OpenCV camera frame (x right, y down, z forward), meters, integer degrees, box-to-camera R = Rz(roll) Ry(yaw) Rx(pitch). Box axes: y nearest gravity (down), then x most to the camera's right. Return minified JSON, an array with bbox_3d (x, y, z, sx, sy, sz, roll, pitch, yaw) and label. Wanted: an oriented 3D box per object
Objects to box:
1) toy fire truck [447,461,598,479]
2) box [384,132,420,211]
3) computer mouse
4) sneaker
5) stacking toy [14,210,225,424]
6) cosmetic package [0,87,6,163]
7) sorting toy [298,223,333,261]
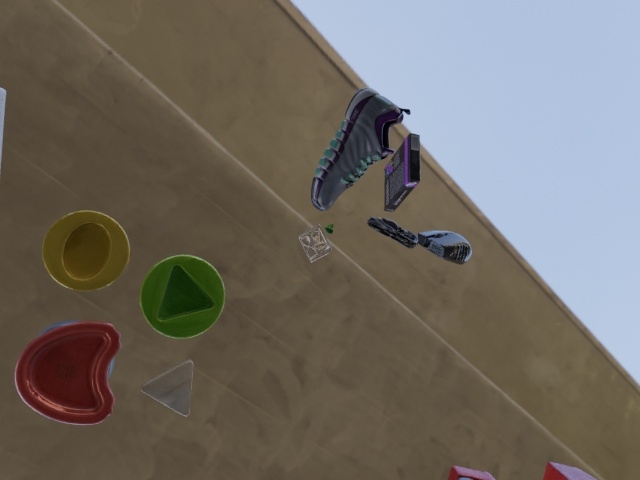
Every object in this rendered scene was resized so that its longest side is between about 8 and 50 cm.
[{"bbox_3d":[0.139,0.178,0.291,0.135,0.192,0.047,15,-90,-6],"label":"toy fire truck"},{"bbox_3d":[0.180,-0.148,1.176,0.029,0.162,0.116,8,-112,-12],"label":"box"},{"bbox_3d":[0.158,-0.008,0.791,0.242,0.071,0.041,15,-71,-47],"label":"computer mouse"},{"bbox_3d":[0.063,-0.137,0.883,0.083,0.098,0.224,-13,-49,-62],"label":"sneaker"},{"bbox_3d":[-0.316,0.130,0.852,0.279,0.130,0.309,16,-98,-17],"label":"stacking toy"},{"bbox_3d":[-0.601,-0.050,0.752,0.156,0.217,0.386,11,-80,6],"label":"cosmetic package"},{"bbox_3d":[0.000,0.000,1.045,0.012,0.083,0.062,-13,-103,-59],"label":"sorting toy"}]
